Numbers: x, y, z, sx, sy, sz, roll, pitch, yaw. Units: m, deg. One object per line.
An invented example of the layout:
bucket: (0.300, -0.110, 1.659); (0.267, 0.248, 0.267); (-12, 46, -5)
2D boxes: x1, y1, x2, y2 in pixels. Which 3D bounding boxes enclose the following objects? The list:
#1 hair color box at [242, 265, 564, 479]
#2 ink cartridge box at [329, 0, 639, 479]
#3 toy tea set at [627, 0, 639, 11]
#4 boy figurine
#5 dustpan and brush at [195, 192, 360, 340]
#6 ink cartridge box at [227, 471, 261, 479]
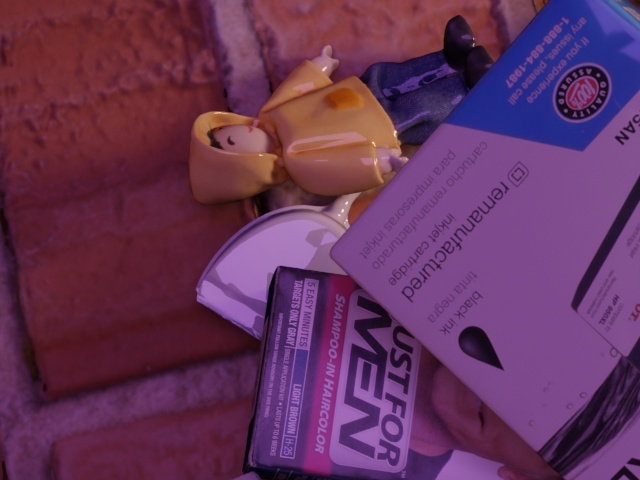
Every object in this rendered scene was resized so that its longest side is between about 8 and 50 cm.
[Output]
hair color box: (0.118, 0.136, 1.426); (0.347, 0.105, 0.173); (8, 77, -4)
ink cartridge box: (0.254, 0.036, 1.266); (0.395, 0.166, 0.285); (43, 104, 9)
toy tea set: (0.340, -0.110, 1.436); (0.200, 0.124, 0.336); (-39, 51, 0)
boy figurine: (0.012, -0.112, 1.516); (0.285, 0.092, 0.177); (-17, 47, -6)
dustpan and brush: (0.000, 0.000, 1.521); (0.147, 0.060, 0.211); (32, 86, -2)
ink cartridge box: (-0.123, 0.323, 1.328); (0.233, 0.171, 0.168); (-42, 74, 28)
